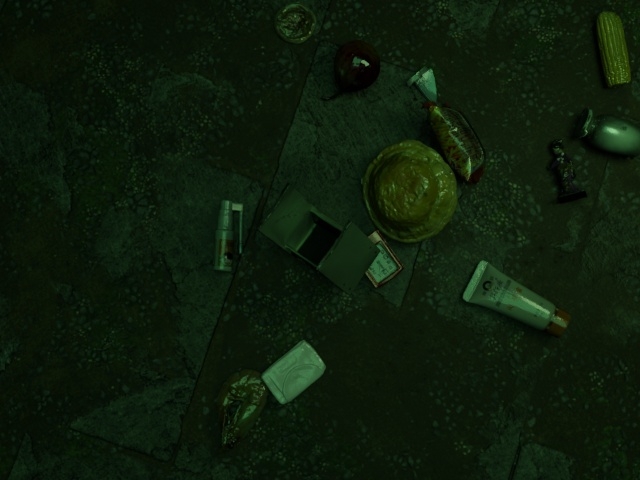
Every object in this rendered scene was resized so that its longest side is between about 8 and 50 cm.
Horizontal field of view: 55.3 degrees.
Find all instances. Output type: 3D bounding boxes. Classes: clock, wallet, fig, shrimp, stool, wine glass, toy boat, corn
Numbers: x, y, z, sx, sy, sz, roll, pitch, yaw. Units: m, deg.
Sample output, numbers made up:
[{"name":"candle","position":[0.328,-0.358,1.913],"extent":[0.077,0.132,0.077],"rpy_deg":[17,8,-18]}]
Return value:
[{"name":"clock","position":[0.174,0.060,1.898],"extent":[0.113,0.061,0.155],"rpy_deg":[-35,89,-1]},{"name":"wallet","position":[-0.080,0.402,1.864],"extent":[0.183,0.032,0.124],"rpy_deg":[-37,89,-12]},{"name":"fig","position":[0.108,-0.525,1.908],"extent":[0.148,0.149,0.202],"rpy_deg":[12,96,-14]},{"name":"shrimp","position":[-0.253,0.519,1.852],"extent":[0.145,0.061,0.267],"rpy_deg":[21,84,2]},{"name":"stool","position":[0.000,0.000,1.764],"extent":[0.243,0.269,0.170],"rpy_deg":[33,87,30]},{"name":"wine glass","position":[0.908,-0.333,1.909],"extent":[0.204,0.111,0.111],"rpy_deg":[23,85,3]},{"name":"toy boat","position":[0.345,-0.492,1.967],"extent":[0.096,0.034,0.122],"rpy_deg":[-41,95,-4]},{"name":"corn","position":[0.934,-0.609,1.950],"extent":[0.081,0.081,0.249],"rpy_deg":[-7,84,-1]}]

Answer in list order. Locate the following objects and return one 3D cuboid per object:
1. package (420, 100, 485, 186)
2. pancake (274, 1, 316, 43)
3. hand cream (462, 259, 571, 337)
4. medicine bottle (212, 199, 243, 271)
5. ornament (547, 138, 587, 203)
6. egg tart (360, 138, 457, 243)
[{"name":"package","position":[0.426,-0.304,1.862],"extent":[0.108,0.223,0.288],"rpy_deg":[-24,88,27]},{"name":"pancake","position":[-0.082,-0.705,1.983],"extent":[0.139,0.022,0.140],"rpy_deg":[0,86,0]},{"name":"hand cream","position":[0.607,0.184,1.881],"extent":[0.314,0.089,0.140],"rpy_deg":[25,84,10]},{"name":"medicine bottle","position":[-0.285,-0.013,1.906],"extent":[0.092,0.061,0.221],"rpy_deg":[5,84,-24]},{"name":"ornament","position":[0.759,-0.219,1.924],"extent":[0.081,0.088,0.203],"rpy_deg":[-23,72,21]},{"name":"egg tart","position":[0.255,-0.146,1.837],"extent":[0.318,0.128,0.319],"rpy_deg":[2,94,25]}]
